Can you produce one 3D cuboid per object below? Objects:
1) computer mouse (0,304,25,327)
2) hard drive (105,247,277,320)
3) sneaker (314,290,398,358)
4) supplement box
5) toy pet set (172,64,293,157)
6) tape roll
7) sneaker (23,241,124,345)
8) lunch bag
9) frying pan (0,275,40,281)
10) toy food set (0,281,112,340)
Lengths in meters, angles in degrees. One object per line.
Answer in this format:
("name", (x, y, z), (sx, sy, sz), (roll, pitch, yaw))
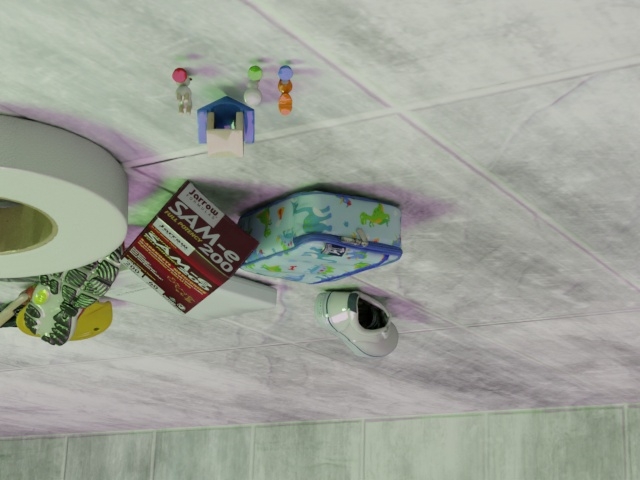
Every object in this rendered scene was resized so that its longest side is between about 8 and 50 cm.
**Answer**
("computer mouse", (-0.687, 0.146, 2.199), (0.188, 0.072, 0.272), (-10, 163, 40))
("hard drive", (-0.253, 0.078, 2.001), (0.203, 0.040, 0.307), (-13, 158, 41))
("sneaker", (0.088, 0.156, 2.122), (0.091, 0.094, 0.258), (-3, 162, 31))
("supplement box", (-0.187, 0.016, 1.635), (0.130, 0.073, 0.239), (41, 154, -6))
("toy pet set", (-0.091, -0.148, 1.239), (0.122, 0.065, 0.114), (0, 128, -2))
("tape roll", (-0.437, -0.046, 1.492), (0.391, 0.072, 0.392), (-3, 160, -1))
("sneaker", (-0.377, 0.047, 1.825), (0.107, 0.118, 0.279), (35, 132, -11))
("lunch bag", (0.000, 0.000, 1.633), (0.176, 0.090, 0.219), (10, 163, -35))
("frying pan", (-0.450, 0.022, 1.839), (0.326, 0.053, 0.197), (-7, 163, 36))
("toy food set", (-0.480, 0.115, 2.125), (0.217, 0.071, 0.128), (14, 136, -40))
